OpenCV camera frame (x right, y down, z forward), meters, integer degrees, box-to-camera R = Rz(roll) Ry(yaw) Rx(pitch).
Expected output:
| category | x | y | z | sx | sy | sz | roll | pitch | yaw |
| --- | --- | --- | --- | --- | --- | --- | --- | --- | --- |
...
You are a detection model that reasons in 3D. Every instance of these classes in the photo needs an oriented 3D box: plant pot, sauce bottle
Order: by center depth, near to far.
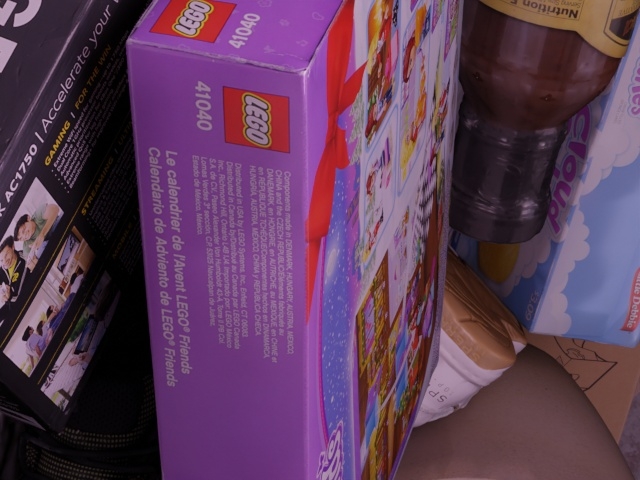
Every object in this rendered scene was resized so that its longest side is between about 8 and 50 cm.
| category | x | y | z | sx | sy | sz | roll | pitch | yaw |
| --- | --- | --- | --- | --- | --- | --- | --- | --- | --- |
| sauce bottle | 0.133 | -0.158 | 0.991 | 0.111 | 0.111 | 0.344 | -48 | 155 | -52 |
| plant pot | 0.117 | 0.192 | 1.204 | 0.274 | 0.256 | 0.256 | -73 | 176 | -61 |

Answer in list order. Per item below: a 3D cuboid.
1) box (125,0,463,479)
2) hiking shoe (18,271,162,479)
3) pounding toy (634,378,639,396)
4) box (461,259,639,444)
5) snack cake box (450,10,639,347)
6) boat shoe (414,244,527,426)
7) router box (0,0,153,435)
| category | x | y | z | sx | sy | sz | roll | pitch | yaw |
| --- | --- | --- | --- | --- | --- | --- | --- | --- | --- |
| box | 0.000 | 0.000 | 0.633 | 0.201 | 0.057 | 0.293 | -64 | 161 | -48 |
| hiking shoe | -0.091 | 0.094 | 0.650 | 0.114 | 0.086 | 0.227 | 76 | 29 | -51 |
| pounding toy | 0.203 | 0.061 | 1.425 | 0.155 | 0.154 | 0.269 | -38 | 145 | -62 |
| box | 0.179 | 0.081 | 1.372 | 0.021 | 0.164 | 0.201 | -95 | -166 | -56 |
| snack cake box | 0.189 | -0.079 | 1.179 | 0.152 | 0.089 | 0.264 | -126 | -131 | -62 |
| boat shoe | 0.067 | 0.064 | 1.118 | 0.096 | 0.098 | 0.277 | -44 | 175 | 8 |
| router box | -0.078 | -0.041 | 0.551 | 0.179 | 0.046 | 0.133 | -64 | 163 | -17 |
